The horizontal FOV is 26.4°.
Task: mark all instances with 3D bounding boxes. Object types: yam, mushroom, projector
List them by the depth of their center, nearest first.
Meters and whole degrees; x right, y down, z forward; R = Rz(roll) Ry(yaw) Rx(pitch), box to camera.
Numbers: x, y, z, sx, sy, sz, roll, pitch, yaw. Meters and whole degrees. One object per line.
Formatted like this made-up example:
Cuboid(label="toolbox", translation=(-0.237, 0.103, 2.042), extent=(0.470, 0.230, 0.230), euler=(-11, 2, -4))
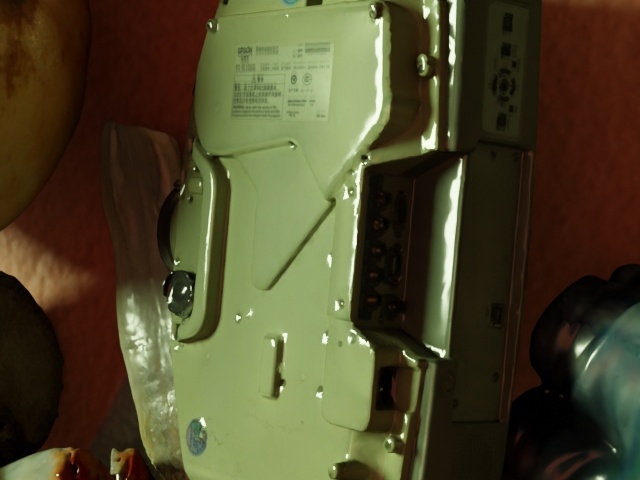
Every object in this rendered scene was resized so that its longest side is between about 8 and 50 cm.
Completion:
Cuboid(label="projector", translation=(0.000, 0.000, 0.620), extent=(0.193, 0.088, 0.269), euler=(5, 90, 49))
Cuboid(label="mushroom", translation=(-0.081, 0.032, 0.725), extent=(0.059, 0.054, 0.202), euler=(-16, 84, 21))
Cuboid(label="yam", translation=(-0.288, 0.104, 0.788), extent=(0.280, 0.131, 0.131), euler=(-16, 90, 24))

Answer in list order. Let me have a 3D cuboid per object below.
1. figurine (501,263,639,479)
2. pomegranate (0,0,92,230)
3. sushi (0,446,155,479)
Cuboid(label="figurine", translation=(0.209, 0.137, 0.506), extent=(0.332, 0.204, 0.185), euler=(27, 110, 21))
Cuboid(label="pomegranate", translation=(-0.254, -0.100, 0.690), extent=(0.270, 0.229, 0.252), euler=(-19, 87, 33))
Cuboid(label="sushi", translation=(-0.156, 0.253, 0.745), extent=(0.130, 0.124, 0.332), euler=(13, 102, 15))
